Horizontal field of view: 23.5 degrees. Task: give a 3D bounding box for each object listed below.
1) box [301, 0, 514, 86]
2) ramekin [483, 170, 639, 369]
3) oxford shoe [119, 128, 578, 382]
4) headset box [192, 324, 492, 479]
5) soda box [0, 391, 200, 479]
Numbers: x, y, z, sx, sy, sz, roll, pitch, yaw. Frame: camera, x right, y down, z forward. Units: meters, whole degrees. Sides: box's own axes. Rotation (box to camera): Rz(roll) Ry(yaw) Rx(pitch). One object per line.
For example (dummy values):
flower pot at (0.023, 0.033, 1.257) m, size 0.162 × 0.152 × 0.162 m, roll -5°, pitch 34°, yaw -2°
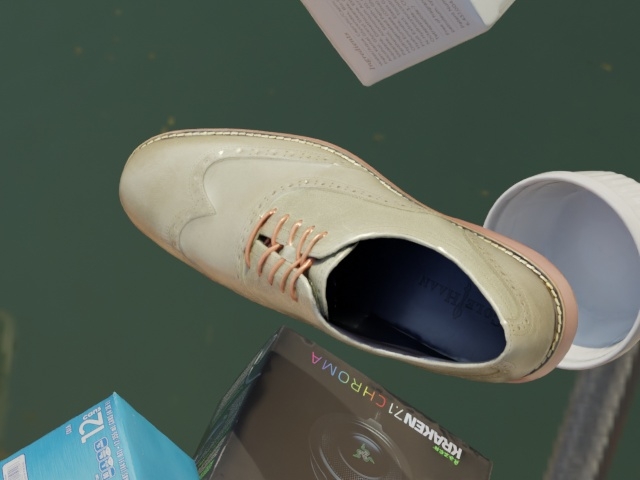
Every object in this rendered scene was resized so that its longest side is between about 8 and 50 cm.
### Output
box at (0.042, -0.143, 0.672) m, size 0.087 × 0.101 × 0.102 m, roll -18°, pitch 114°, yaw 51°
ramekin at (0.279, 0.023, 1.602) m, size 0.207 × 0.109 × 0.207 m, roll 14°, pitch 111°, yaw 41°
oxford shoe at (0.000, 0.000, 1.184) m, size 0.397 × 0.146 × 0.140 m, roll 18°, pitch 97°, yaw 21°
headset box at (-0.003, 0.255, 1.353) m, size 0.246 × 0.283 × 0.131 m, roll 34°, pitch 125°, yaw -5°
soda box at (-0.072, 0.168, 0.622) m, size 0.067 × 0.071 × 0.210 m, roll -31°, pitch 45°, yaw 9°
